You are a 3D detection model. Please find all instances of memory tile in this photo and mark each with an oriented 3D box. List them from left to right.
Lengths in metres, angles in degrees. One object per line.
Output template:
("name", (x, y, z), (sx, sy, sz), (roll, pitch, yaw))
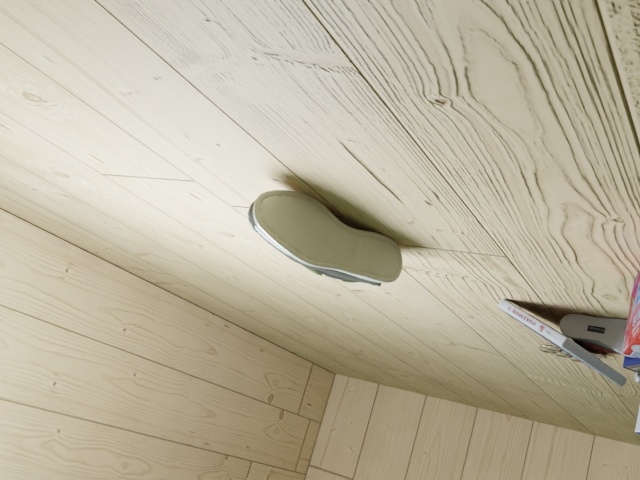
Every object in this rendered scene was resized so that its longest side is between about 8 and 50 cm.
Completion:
("memory tile", (0.563, 0.249, 1.643), (0.113, 0.012, 0.148), (17, 164, 1))

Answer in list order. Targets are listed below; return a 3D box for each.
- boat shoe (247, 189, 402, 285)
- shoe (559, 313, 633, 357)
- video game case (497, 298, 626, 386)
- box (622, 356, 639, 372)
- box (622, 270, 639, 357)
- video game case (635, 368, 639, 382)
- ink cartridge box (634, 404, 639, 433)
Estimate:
("boat shoe", (-0.001, 0.004, 1.219), (0.305, 0.109, 0.091), (23, 159, -33))
("shoe", (0.535, 0.179, 1.344), (0.178, 0.063, 0.081), (11, 166, 41))
("video game case", (0.454, 0.192, 1.387), (0.201, 0.023, 0.183), (32, -178, -30))
("box", (0.710, 0.257, 1.471), (0.225, 0.036, 0.136), (19, 165, -2))
("box", (0.475, 0.080, 0.934), (0.128, 0.122, 0.257), (11, 164, 18))
("video game case", (0.678, 0.227, 1.315), (0.190, 0.022, 0.173), (-6, 159, 12))
("ink cartridge box", (0.562, 0.213, 1.146), (0.097, 0.207, 0.046), (21, 165, -13))
